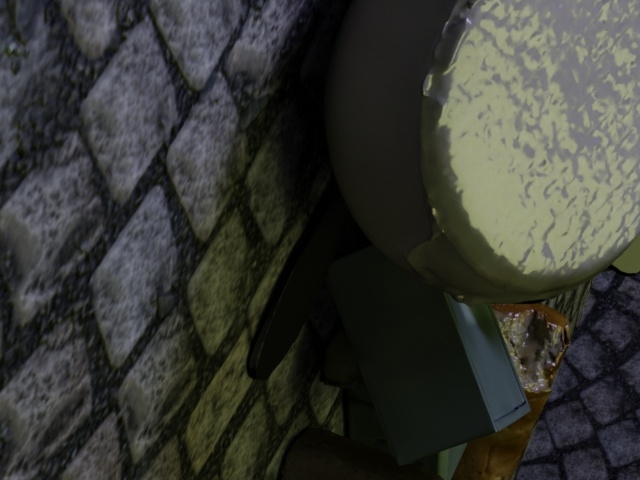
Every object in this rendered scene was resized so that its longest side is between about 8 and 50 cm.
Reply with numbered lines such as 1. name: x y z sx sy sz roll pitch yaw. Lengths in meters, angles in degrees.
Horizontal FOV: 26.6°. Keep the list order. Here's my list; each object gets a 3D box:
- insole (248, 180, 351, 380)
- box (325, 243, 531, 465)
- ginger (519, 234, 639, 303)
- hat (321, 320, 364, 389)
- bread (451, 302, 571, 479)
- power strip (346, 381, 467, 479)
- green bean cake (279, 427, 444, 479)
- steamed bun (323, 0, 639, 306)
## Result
1. insole: 0.000 0.000 1.350 0.310 0.012 0.110 -66 161 -14
2. box: 0.120 0.112 1.479 0.225 0.117 0.225 70 16 8
3. ginger: 0.257 -0.153 1.546 0.358 0.211 0.414 -5 102 -23
4. hat: 0.040 0.132 1.534 0.076 0.059 0.077 -48 156 -41
5. bread: 0.211 0.224 1.882 0.149 0.195 0.344 -48 157 -51
6. power strip: 0.122 0.226 1.738 0.224 0.140 0.139 85 29 -51
7. green bean cake: 0.044 0.292 1.509 0.085 0.179 0.109 -24 131 -67
8. steamed bun: 0.158 -0.132 1.250 0.374 0.241 0.375 -10 107 -33
